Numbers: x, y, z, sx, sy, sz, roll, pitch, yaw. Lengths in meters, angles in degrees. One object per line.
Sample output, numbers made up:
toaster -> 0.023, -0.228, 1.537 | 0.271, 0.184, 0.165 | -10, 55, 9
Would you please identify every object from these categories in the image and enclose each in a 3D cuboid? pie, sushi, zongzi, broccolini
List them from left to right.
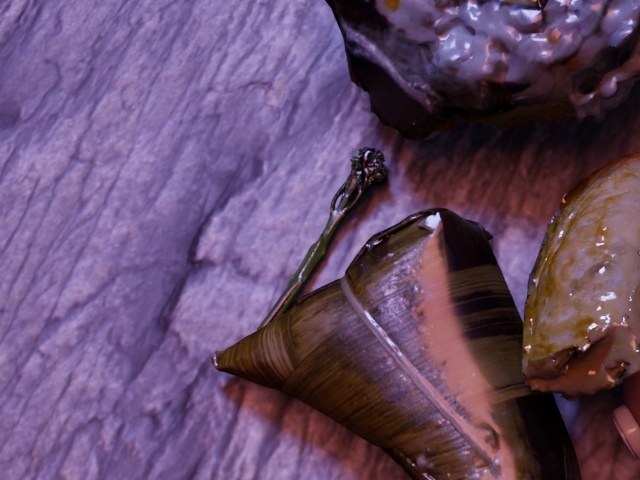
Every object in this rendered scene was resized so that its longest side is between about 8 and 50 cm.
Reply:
broccolini -> -0.001, -0.001, 1.012 | 0.042, 0.044, 0.218 | 33, 83, 12
zongzi -> 0.051, 0.150, 0.877 | 0.288, 0.134, 0.286 | -27, 64, 19
sushi -> 0.169, -0.291, 0.920 | 0.417, 0.176, 0.418 | 4, 98, 31
pie -> 0.230, 0.011, 0.843 | 0.128, 0.068, 0.282 | -33, 17, 39

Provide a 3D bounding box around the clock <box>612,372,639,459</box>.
clock -> 0.340, 0.099, 0.785 | 0.241, 0.142, 0.227 | -26, 61, 8
